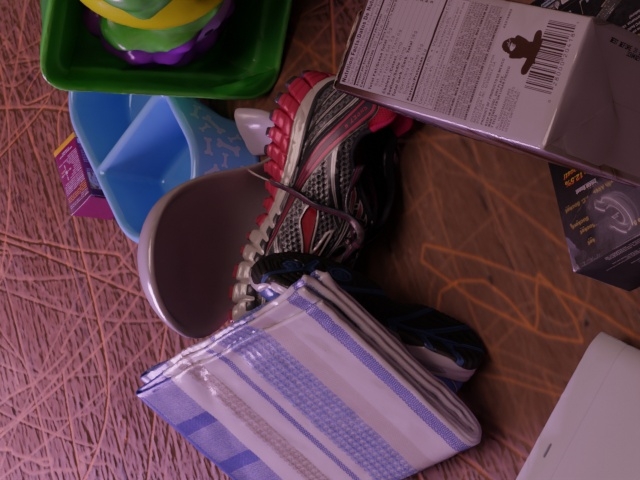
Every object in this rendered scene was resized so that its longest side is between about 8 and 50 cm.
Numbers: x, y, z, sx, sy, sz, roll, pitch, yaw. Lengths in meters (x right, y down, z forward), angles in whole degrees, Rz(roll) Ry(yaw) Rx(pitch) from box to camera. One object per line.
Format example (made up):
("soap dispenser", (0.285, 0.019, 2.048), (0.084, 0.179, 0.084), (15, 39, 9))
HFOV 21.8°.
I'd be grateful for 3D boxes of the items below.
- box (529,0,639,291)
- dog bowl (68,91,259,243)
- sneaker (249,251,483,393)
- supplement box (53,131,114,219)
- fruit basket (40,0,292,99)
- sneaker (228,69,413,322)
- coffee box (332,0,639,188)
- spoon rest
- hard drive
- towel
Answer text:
("box", (0.296, -0.137, 1.212), (0.307, 0.076, 0.242), (-34, 53, 37))
("dog bowl", (-0.170, -0.108, 1.709), (0.166, 0.074, 0.297), (-49, 52, 29))
("sneaker", (0.029, 0.081, 1.419), (0.211, 0.080, 0.081), (28, 121, 7))
("supplement box", (-0.246, -0.069, 1.794), (0.043, 0.055, 0.083), (-40, 57, 36))
("fruit basket", (-0.128, -0.296, 1.502), (0.392, 0.283, 0.392), (-2, 88, 63))
("sneaker", (0.000, 0.000, 1.490), (0.112, 0.121, 0.299), (14, 98, 33))
("coffee box", (0.144, -0.116, 1.212), (0.246, 0.141, 0.098), (24, 95, 53))
("spoon rest", (-0.086, -0.027, 1.514), (0.084, 0.137, 0.276), (-6, 37, 29))
("hard drive", (0.276, 0.214, 1.199), (0.307, 0.040, 0.203), (28, 89, 45))
("towel", (-0.016, 0.142, 1.436), (0.285, 0.209, 0.034), (-32, 20, 46))
